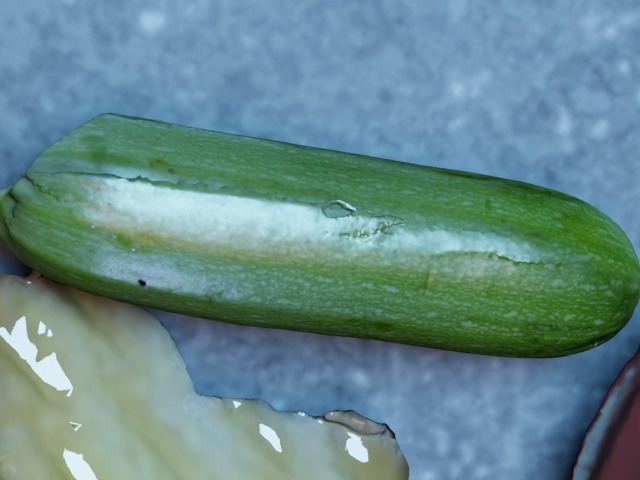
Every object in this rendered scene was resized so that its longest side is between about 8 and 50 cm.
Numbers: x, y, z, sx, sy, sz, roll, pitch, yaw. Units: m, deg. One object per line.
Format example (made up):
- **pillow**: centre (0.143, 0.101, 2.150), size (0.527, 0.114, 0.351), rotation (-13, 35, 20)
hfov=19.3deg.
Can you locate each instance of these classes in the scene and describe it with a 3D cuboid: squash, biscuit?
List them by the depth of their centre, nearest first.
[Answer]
- **squash**: centre (0.000, 0.000, 0.663), size (0.239, 0.069, 0.069), rotation (8, 105, -13)
- **biscuit**: centre (-0.064, 0.090, 0.680), size (0.183, 0.061, 0.118), rotation (31, 58, -17)

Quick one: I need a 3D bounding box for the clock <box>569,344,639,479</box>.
- **clock**: centre (0.244, 0.116, 0.734), size (0.318, 0.080, 0.318), rotation (-4, 111, -12)
